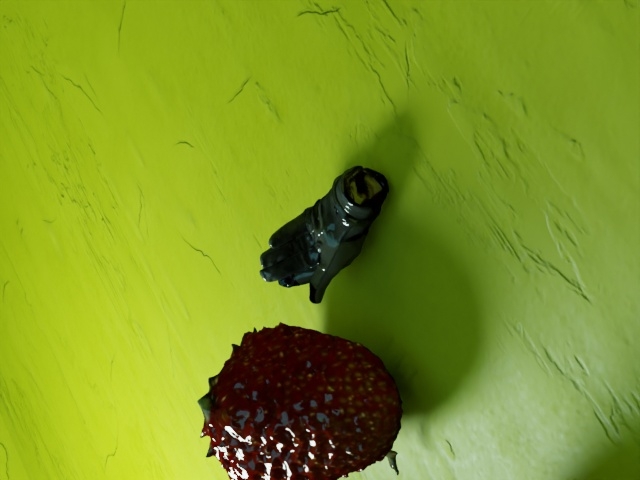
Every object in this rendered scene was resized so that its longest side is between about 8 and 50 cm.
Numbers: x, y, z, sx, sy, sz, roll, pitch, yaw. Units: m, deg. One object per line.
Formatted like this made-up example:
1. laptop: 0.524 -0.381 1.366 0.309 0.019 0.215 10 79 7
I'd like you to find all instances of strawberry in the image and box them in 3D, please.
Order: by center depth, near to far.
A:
1. strawberry: -0.013 0.285 1.668 0.343 0.292 0.292 14 116 36

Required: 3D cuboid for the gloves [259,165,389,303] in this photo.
1. gloves: 0.010 -0.003 1.610 0.285 0.119 0.142 -40 59 40
